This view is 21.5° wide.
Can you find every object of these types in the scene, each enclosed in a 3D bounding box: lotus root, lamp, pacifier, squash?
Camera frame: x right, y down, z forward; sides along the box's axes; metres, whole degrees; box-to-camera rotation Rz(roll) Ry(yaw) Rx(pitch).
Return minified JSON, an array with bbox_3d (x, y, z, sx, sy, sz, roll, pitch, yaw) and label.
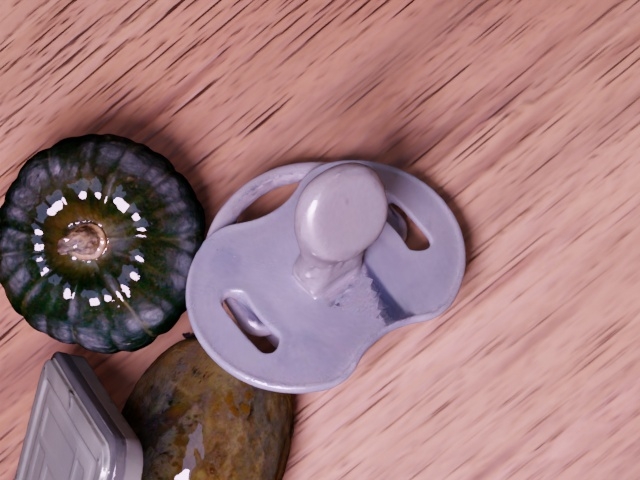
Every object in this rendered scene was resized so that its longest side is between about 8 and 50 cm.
[{"bbox_3d":[-0.126,0.227,1.589,0.160,0.152,0.275,14,84,31],"label":"lotus root"},{"bbox_3d":[-0.237,0.264,1.547,0.047,0.269,0.266,11,101,-24],"label":"lamp"},{"bbox_3d":[0.000,0.000,1.548,0.279,0.207,0.227,-33,70,-20],"label":"pacifier"},{"bbox_3d":[-0.211,0.003,1.629,0.218,0.172,0.218,4,79,-19],"label":"squash"}]
